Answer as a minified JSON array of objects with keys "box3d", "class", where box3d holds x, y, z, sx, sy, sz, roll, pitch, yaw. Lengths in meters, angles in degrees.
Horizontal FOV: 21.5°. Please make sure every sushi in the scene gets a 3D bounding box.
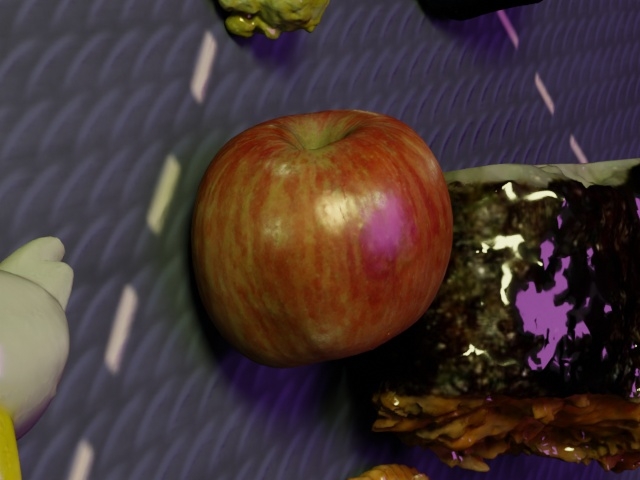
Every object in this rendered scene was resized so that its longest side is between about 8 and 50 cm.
[{"box3d":[0.167,0.052,1.127,0.348,0.234,0.207,10,74,-55],"class":"sushi"}]

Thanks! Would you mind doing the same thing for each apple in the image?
[{"box3d":[0.000,0.000,0.922,0.146,0.146,0.131,-34,123,-59],"class":"apple"}]

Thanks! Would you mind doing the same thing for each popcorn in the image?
[{"box3d":[-0.030,-0.154,0.987,0.083,0.068,0.059,17,54,-25],"class":"popcorn"}]

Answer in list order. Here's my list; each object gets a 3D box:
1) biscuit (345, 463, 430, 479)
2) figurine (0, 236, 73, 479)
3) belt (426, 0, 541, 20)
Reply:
[{"box3d":[0.056,0.267,1.064,0.254,0.035,0.254,25,61,-58],"class":"biscuit"},{"box3d":[-0.208,-0.028,0.571,0.283,0.205,0.338,25,49,-49],"class":"figurine"},{"box3d":[0.123,-0.255,1.274,0.151,0.078,0.198,60,36,-27],"class":"belt"}]
